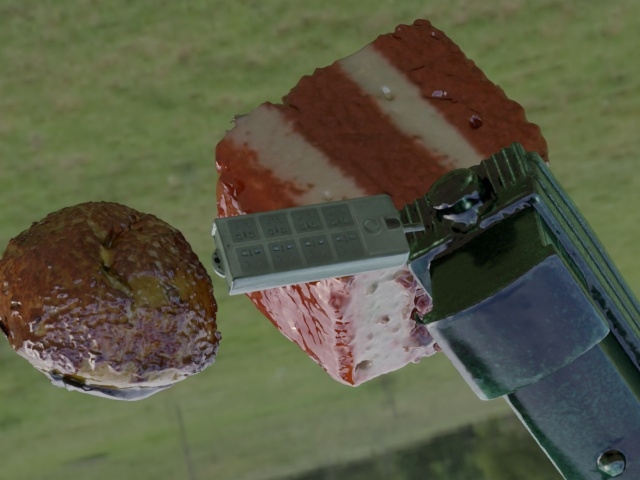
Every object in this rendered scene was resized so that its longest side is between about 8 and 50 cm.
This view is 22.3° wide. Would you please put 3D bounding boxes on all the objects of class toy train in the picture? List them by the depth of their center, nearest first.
[{"bbox_3d":[0.183,0.091,1.249,0.138,0.330,0.178,-31,-157,16],"label":"toy train"}]

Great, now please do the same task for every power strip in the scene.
[{"bbox_3d":[0.000,0.000,0.995,0.136,0.051,0.019,-8,147,-16],"label":"power strip"}]

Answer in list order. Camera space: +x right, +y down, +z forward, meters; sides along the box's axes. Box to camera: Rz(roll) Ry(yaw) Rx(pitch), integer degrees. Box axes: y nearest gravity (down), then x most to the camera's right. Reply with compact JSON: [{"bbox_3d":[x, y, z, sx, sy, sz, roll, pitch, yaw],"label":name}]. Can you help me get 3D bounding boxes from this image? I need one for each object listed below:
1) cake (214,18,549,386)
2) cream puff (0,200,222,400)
[{"bbox_3d":[0.070,-0.029,1.821,0.320,0.270,0.269,-31,147,-18],"label":"cake"},{"bbox_3d":[-0.208,0.054,1.631,0.240,0.240,0.164,-2,133,-52],"label":"cream puff"}]
